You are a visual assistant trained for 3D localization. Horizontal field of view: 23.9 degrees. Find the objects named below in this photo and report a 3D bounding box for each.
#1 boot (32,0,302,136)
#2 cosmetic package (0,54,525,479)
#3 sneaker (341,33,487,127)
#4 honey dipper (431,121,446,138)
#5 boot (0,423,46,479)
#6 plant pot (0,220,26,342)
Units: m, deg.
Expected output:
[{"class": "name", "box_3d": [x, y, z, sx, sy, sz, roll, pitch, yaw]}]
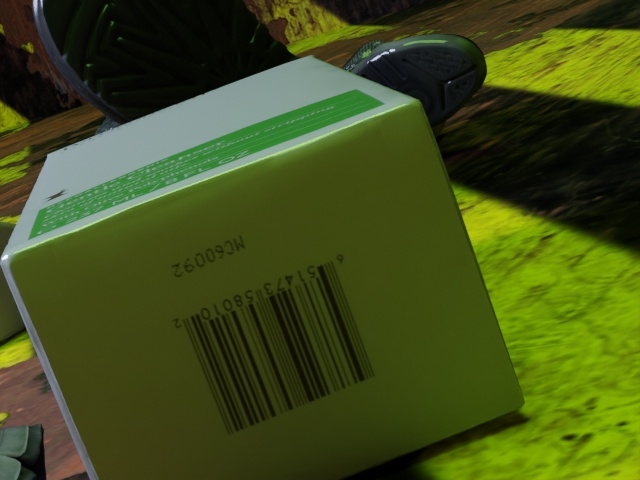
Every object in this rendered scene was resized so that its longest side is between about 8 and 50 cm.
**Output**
[{"class": "boot", "box_3d": [-0.130, -0.113, 1.253, 0.260, 0.348, 0.131, 4, 65, 55]}, {"class": "cosmetic package", "box_3d": [-0.043, 0.011, 0.810, 0.197, 0.155, 0.365, -22, 13, -4]}, {"class": "sneaker", "box_3d": [0.071, -0.146, 1.359, 0.227, 0.087, 0.130, -29, 18, 47]}, {"class": "honey dipper", "box_3d": [0.083, -0.088, 1.381, 0.030, 0.030, 0.161, -15, 16, 23]}, {"class": "boot", "box_3d": [-0.210, 0.131, 0.671, 0.161, 0.083, 0.246, 1, 17, 3]}, {"class": "plant pot", "box_3d": [-0.288, 0.036, 1.248, 0.109, 0.109, 0.096, -9, 2, 42]}]
